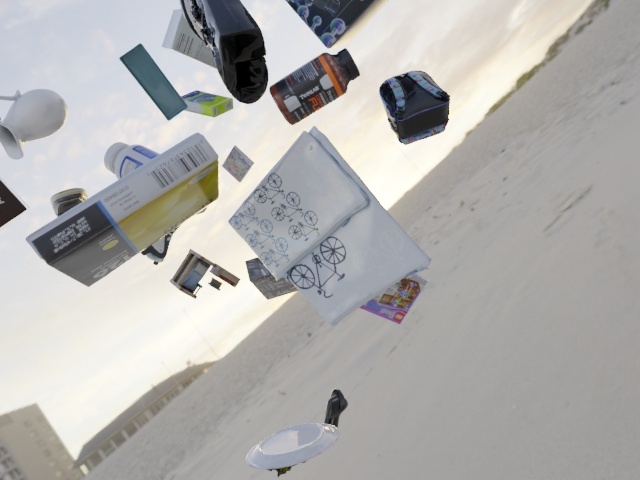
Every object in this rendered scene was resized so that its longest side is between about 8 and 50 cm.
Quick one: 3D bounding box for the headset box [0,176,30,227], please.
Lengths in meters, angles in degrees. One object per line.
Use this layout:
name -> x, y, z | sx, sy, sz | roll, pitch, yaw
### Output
headset box -> -0.605, 0.000, 0.728 | 0.293, 0.110, 0.218 | -42, 22, -20

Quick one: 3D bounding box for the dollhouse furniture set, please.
dollhouse furniture set -> -0.370, 0.136, 1.595 | 0.129, 0.183, 0.129 | -59, 31, -8

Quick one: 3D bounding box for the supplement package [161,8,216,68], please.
supplement package -> -0.459, -0.751, 1.819 | 0.203, 0.194, 0.149 | 15, -76, -33

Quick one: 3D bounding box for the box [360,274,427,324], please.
box -> 0.237, 0.178, 1.802 | 0.201, 0.293, 0.057 | -58, 32, 9

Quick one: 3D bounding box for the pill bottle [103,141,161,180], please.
pill bottle -> -0.589, -0.233, 1.636 | 0.152, 0.271, 0.152 | -53, -21, -31

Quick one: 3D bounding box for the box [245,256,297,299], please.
box -> -0.111, 0.114, 1.716 | 0.242, 0.077, 0.307 | -17, -19, 0

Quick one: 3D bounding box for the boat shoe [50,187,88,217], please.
boat shoe -> -0.735, -0.076, 1.446 | 0.102, 0.093, 0.285 | -21, -5, -29

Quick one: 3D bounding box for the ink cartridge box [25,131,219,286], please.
ink cartridge box -> -0.321, -0.035, 0.877 | 0.303, 0.072, 0.307 | -38, -6, -16

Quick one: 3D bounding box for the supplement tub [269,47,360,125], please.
supplement tub -> -0.011, -0.354, 1.103 | 0.197, 0.106, 0.106 | -30, -7, 8

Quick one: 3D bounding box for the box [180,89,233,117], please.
box -> -0.391, -0.455, 1.606 | 0.109, 0.178, 0.043 | -45, -35, -47

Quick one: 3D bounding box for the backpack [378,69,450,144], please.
backpack -> 0.235, -0.354, 1.254 | 0.158, 0.173, 0.117 | -22, -38, -1

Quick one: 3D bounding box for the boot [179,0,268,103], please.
boot -> -0.234, -0.519, 1.230 | 0.146, 0.445, 0.367 | -30, -25, -2

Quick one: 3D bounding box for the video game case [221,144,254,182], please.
video game case -> -0.282, -0.259, 1.650 | 0.122, 0.087, 0.011 | -41, 8, 49

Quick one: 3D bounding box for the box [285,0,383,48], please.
box -> 0.014, -0.755, 1.255 | 0.293, 0.395, 0.212 | -40, 7, 29

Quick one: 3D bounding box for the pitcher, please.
pitcher -> -0.813, -0.349, 1.322 | 0.125, 0.178, 0.207 | -11, 37, 34

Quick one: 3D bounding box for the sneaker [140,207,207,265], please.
sneaker -> -0.381, -0.021, 1.185 | 0.094, 0.153, 0.234 | 8, 16, 40

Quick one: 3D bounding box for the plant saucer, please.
plant saucer -> -0.425, -0.403, 1.242 | 0.067, 0.018, 0.192 | -36, -51, -3

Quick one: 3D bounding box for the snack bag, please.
snack bag -> 0.000, 0.000, 0.974 | 0.323, 0.343, 0.037 | -40, 2, 39

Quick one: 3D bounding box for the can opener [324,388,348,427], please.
can opener -> 0.032, 0.511, 1.399 | 0.073, 0.059, 0.186 | -6, -62, -31

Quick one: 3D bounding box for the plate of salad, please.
plate of salad -> -0.055, 0.432, 1.004 | 0.199, 0.048, 0.200 | -14, -1, 0
